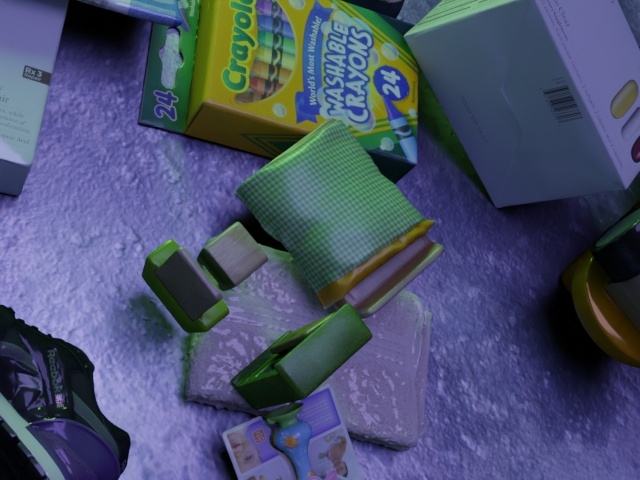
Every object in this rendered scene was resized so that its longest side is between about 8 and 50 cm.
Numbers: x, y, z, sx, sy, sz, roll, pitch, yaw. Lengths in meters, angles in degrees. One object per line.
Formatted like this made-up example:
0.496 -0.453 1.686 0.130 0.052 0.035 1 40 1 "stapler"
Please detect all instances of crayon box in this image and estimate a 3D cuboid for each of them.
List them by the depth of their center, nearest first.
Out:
-0.039 -0.200 1.232 0.322 0.083 0.203 13 63 -21 "crayon box"

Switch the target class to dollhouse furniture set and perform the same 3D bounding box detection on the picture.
0.000 0.000 1.049 0.301 0.151 0.198 -39 92 -27 "dollhouse furniture set"

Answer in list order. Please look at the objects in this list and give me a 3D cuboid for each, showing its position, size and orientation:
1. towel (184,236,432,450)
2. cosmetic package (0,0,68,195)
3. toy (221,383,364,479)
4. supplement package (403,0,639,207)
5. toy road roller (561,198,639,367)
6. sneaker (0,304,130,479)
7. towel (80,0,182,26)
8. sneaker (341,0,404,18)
-0.005 0.115 1.132 0.282 0.049 0.187 16 62 -20 "towel"
-0.339 -0.172 1.069 0.117 0.085 0.231 14 64 -21 "cosmetic package"
0.005 0.278 1.039 0.136 0.056 0.237 -20 88 -31 "toy"
0.269 -0.196 1.265 0.145 0.204 0.262 -46 114 -34 "supplement package"
0.445 0.014 1.269 0.329 0.240 0.202 -40 90 -20 "toy road roller"
-0.287 0.123 0.973 0.124 0.107 0.283 -30 87 -48 "sneaker"
-0.295 -0.320 1.125 0.285 0.034 0.209 14 30 -23 "towel"
0.025 -0.424 1.331 0.112 0.131 0.319 -25 81 -32 "sneaker"
